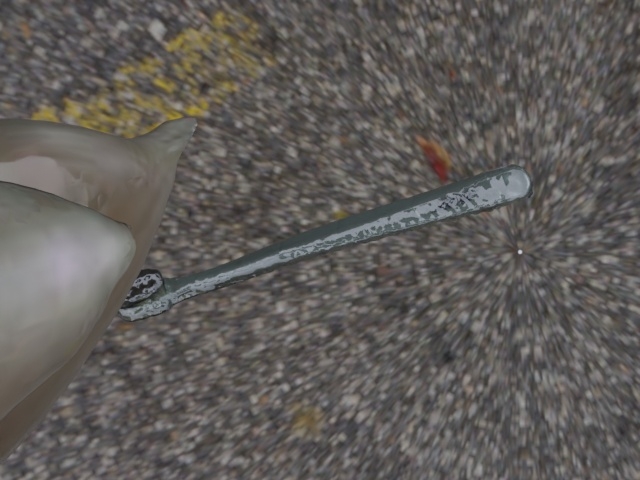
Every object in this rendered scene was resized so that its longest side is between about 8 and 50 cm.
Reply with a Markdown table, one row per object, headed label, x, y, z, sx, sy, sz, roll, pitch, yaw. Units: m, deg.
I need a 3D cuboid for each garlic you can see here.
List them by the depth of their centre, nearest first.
| label | x | y | z | sx | sy | sz | roll | pitch | yaw |
| --- | --- | --- | --- | --- | --- | --- | --- | --- | --- |
| garlic | -0.202 | 0.020 | 0.387 | 0.325 | 0.279 | 0.132 | -3 | 105 | -34 |

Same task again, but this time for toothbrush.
| label | x | y | z | sx | sy | sz | roll | pitch | yaw |
| --- | --- | --- | --- | --- | --- | --- | --- | --- | --- |
| toothbrush | 0.000 | 0.000 | 1.049 | 0.297 | 0.030 | 0.030 | -17 | 58 | 3 |
